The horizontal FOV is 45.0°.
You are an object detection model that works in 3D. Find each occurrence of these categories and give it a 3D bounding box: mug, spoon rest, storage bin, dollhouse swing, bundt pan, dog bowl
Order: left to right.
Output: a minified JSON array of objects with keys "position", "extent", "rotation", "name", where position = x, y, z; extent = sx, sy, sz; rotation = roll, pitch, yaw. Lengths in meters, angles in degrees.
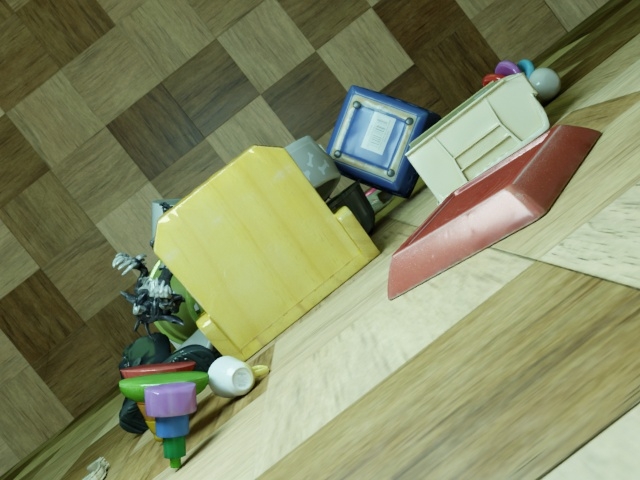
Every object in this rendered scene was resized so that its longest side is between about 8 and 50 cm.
[{"position":[-0.244,0.224,1.673],"extent":[0.276,0.084,0.137],"rotation":[-38,24,-18],"name":"spoon rest"},{"position":[-0.122,0.197,1.140],"extent":[0.078,0.062,0.064],"rotation":[-47,15,-24],"name":"mug"},{"position":[-0.121,0.013,1.500],"extent":[0.347,0.305,0.315],"rotation":[-39,4,-3],"name":"dollhouse swing"},{"position":[-0.100,-0.077,1.676],"extent":[0.349,0.102,0.349],"rotation":[-39,-6,-5],"name":"dog bowl"},{"position":[0.000,0.000,1.880],"extent":[0.331,0.124,0.331],"rotation":[-39,4,3],"name":"bundt pan"},{"position":[0.303,-0.206,1.510],"extent":[0.260,0.123,0.262],"rotation":[-37,4,13],"name":"storage bin"}]

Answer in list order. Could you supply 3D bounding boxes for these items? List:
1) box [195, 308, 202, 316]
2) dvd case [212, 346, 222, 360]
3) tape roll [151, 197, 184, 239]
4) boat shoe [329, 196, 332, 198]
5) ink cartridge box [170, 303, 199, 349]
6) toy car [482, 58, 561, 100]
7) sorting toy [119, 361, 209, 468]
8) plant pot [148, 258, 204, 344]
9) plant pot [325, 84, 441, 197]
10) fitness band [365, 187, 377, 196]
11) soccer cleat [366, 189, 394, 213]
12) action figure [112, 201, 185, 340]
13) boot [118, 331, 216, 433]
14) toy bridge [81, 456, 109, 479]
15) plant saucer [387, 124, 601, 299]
[{"position":[-0.260,0.192,2.099],"extent":[0.231,0.056,0.183],"rotation":[-27,8,-12],"name":"box"},{"position":[-0.275,0.288,1.812],"extent":[0.164,0.018,0.221],"rotation":[-40,4,-28],"name":"dvd case"},{"position":[-0.281,-0.048,1.938],"extent":[0.286,0.100,0.286],"rotation":[1,8,0],"name":"tape roll"},{"position":[-0.050,-0.109,1.948],"extent":[0.258,0.109,0.089],"rotation":[-33,3,37],"name":"boat shoe"},{"position":[-0.364,0.215,2.352],"extent":[0.237,0.172,0.100],"rotation":[-38,3,9],"name":"ink cartridge box"},{"position":[0.434,-0.339,1.745],"extent":[0.182,0.136,0.159],"rotation":[-39,3,-18],"name":"toy car"},{"position":[-0.227,0.256,1.131],"extent":[0.127,0.126,0.365],"rotation":[-3,-2,-15],"name":"sorting toy"},{"position":[-0.260,0.132,1.857],"extent":[0.276,0.276,0.254],"rotation":[-39,13,-19],"name":"plant pot"},{"position":[0.146,-0.247,1.902],"extent":[0.212,0.236,0.236],"rotation":[-12,-57,-78],"name":"plant pot"},{"position":[0.133,-0.102,2.410],"extent":[0.291,0.054,0.209],"rotation":[-39,4,2],"name":"fitness band"},{"position":[0.138,-0.098,2.237],"extent":[0.196,0.068,0.076],"rotation":[-37,6,-25],"name":"soccer cleat"},{"position":[-0.328,0.066,1.528],"extent":[0.141,0.164,0.275],"rotation":[11,-79,-66],"name":"action figure"},{"position":[-0.321,0.248,1.575],"extent":[0.246,0.094,0.207],"rotation":[-43,31,13],"name":"boot"},{"position":[-0.407,0.424,1.335],"extent":[0.063,0.026,0.188],"rotation":[-36,4,11],"name":"toy bridge"},{"position":[0.214,-0.048,1.005],"extent":[0.259,0.048,0.258],"rotation":[-36,4,43],"name":"plant saucer"}]
